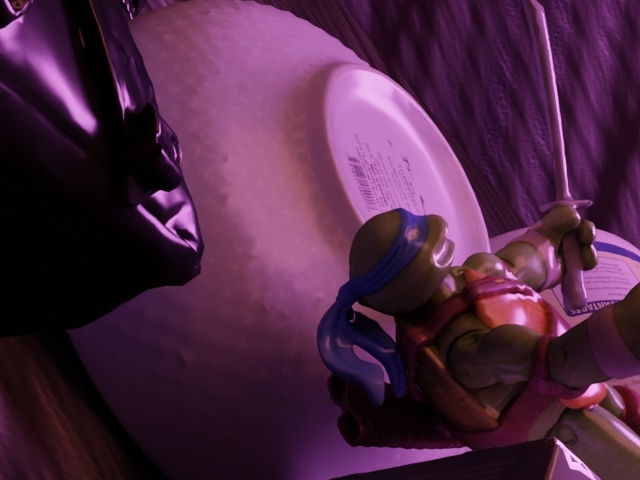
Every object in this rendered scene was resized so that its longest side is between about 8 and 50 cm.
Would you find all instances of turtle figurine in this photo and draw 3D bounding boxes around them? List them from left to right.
[{"bbox_3d":[0.160,0.042,0.784,0.266,0.274,0.198,50,-26,-21],"label":"turtle figurine"}]

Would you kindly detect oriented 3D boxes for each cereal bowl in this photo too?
[{"bbox_3d":[0.000,0.000,0.913,0.339,0.141,0.339,39,36,-36],"label":"cereal bowl"}]

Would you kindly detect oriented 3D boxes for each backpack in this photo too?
[{"bbox_3d":[-0.218,-0.147,0.644,0.290,0.273,0.355,42,32,-56],"label":"backpack"}]

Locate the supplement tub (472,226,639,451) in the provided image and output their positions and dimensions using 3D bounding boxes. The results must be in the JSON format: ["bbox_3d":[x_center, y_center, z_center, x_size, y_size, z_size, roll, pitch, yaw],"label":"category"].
[{"bbox_3d":[0.195,0.166,1.083,0.235,0.235,0.325,39,16,-36],"label":"supplement tub"}]

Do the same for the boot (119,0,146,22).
[{"bbox_3d":[-0.240,-0.247,1.051,0.348,0.131,0.260,54,16,-28],"label":"boot"}]

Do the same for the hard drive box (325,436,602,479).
[{"bbox_3d":[0.106,0.206,0.765,0.232,0.181,0.089,41,52,-26],"label":"hard drive box"}]
